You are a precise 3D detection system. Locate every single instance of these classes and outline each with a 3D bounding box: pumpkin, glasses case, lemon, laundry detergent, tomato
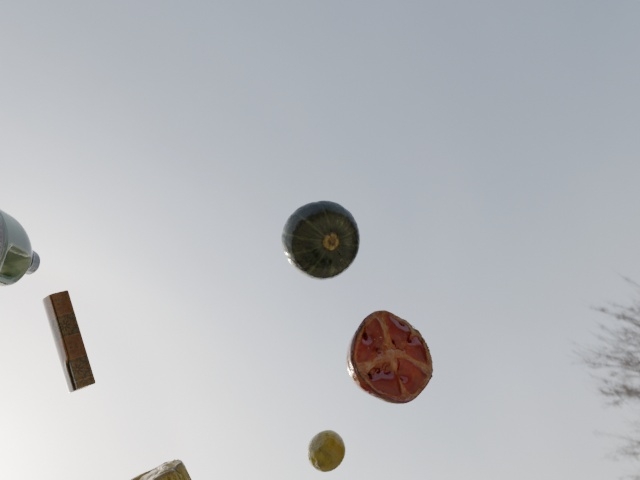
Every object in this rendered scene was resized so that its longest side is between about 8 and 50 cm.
[{"bbox_3d":[0.000,0.000,1.113,0.167,0.125,0.167,-1,-87,-33],"label":"pumpkin"},{"bbox_3d":[-0.566,0.227,1.192,0.049,0.218,0.075,-15,-9,-38],"label":"glasses case"},{"bbox_3d":[0.010,0.343,0.874,0.062,0.083,0.062,5,-73,16],"label":"lemon"},{"bbox_3d":[-0.411,0.004,0.655,0.070,0.099,0.226,-17,-14,-9],"label":"laundry detergent"},{"bbox_3d":[0.107,0.200,0.884,0.155,0.155,0.069,9,-32,-23],"label":"tomato"}]

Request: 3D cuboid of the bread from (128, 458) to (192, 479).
[{"bbox_3d":[-0.389,0.587,1.148,0.250,0.179,0.133,-21,-93,-36],"label":"bread"}]
